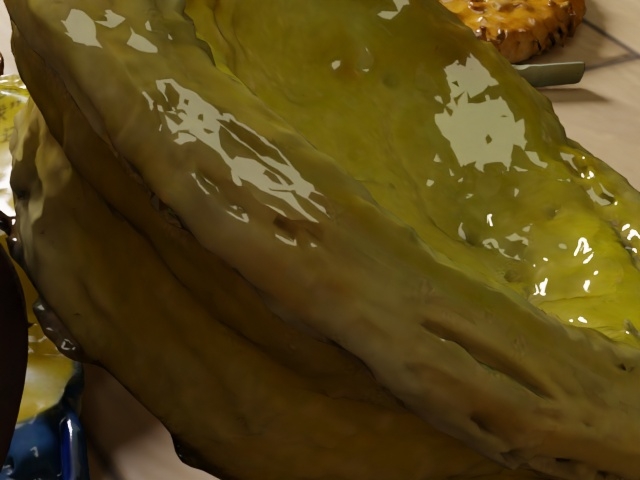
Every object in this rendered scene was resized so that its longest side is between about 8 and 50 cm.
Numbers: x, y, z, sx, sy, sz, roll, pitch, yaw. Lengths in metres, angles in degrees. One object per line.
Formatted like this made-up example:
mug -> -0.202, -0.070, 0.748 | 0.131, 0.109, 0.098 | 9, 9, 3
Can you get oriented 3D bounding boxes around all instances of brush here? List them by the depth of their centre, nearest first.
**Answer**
brush -> 0.109, -0.091, 0.926 | 0.084, 0.016, 0.013 | -4, 45, -10

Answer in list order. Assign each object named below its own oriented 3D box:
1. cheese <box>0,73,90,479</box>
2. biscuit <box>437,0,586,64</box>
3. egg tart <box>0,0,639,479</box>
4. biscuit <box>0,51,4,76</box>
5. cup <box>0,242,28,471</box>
cheese -> -0.149, 0.011, 0.691 | 0.177, 0.069, 0.270 | -6, 42, -6
biscuit -> 0.037, -0.163, 1.021 | 0.254, 0.035, 0.254 | 1, 31, -1
egg tart -> 0.006, -0.010, 0.608 | 0.345, 0.132, 0.345 | 31, 23, -15
biscuit -> -0.273, -0.087, 0.877 | 0.205, 0.031, 0.138 | -2, 32, -7
cup -> -0.248, 0.027, 0.563 | 0.280, 0.196, 0.196 | 16, 33, 35
